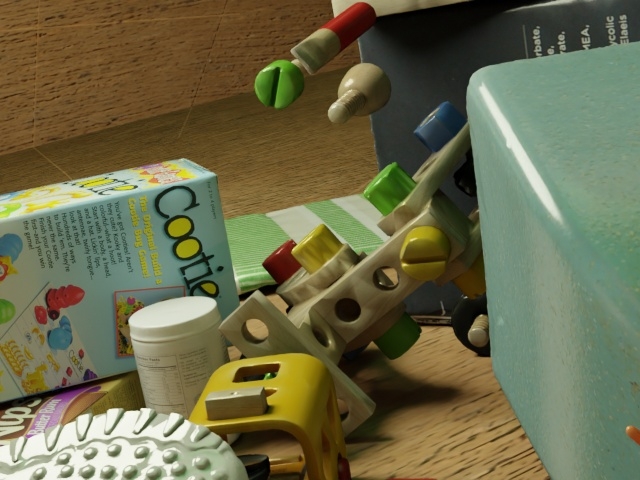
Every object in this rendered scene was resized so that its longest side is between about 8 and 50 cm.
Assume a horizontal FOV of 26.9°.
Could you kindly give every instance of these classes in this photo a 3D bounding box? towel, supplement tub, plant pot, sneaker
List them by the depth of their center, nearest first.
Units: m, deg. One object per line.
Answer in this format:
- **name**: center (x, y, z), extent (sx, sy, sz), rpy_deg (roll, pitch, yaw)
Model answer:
- **plant pot**: center (0.236, 0.043, 0.761), extent (0.248, 0.247, 0.252), rpy_deg (-10, 32, 0)
- **sneaker**: center (-0.143, 0.165, 0.768), extent (0.235, 0.095, 0.090), rpy_deg (-11, 34, 19)
- **supplement tub**: center (-0.101, 0.103, 1.008), extent (0.071, 0.107, 0.071), rpy_deg (-9, 14, 2)
- **towel**: center (0.000, 0.000, 1.504), extent (0.325, 0.038, 0.248), rpy_deg (-11, 15, -12)

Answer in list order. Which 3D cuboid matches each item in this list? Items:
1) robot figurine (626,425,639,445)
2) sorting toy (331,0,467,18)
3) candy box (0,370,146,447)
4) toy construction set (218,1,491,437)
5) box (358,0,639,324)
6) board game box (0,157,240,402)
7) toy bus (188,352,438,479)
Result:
- **robot figurine**: center (0.216, 0.148, 0.531), extent (0.158, 0.128, 0.219), rpy_deg (1, 19, -39)
- **sorting toy**: center (0.161, -0.268, 1.149), extent (0.257, 0.089, 0.255), rpy_deg (-7, 14, 21)
- **candy box**: center (-0.213, 0.147, 1.026), extent (0.109, 0.053, 0.187), rpy_deg (-5, 13, 22)
- **toy construction set**: center (0.025, -0.002, 0.999), extent (0.257, 0.309, 0.237), rpy_deg (-12, 17, 25)
- **box**: center (0.370, -0.123, 1.215), extent (0.472, 0.297, 0.480), rpy_deg (-2, 16, 37)
- **board game box**: center (-0.217, 0.033, 1.081), extent (0.275, 0.144, 0.142), rpy_deg (-12, 12, -14)
- **toy bus**: center (-0.042, 0.140, 0.826), extent (0.191, 0.104, 0.202), rpy_deg (-21, 17, -36)
